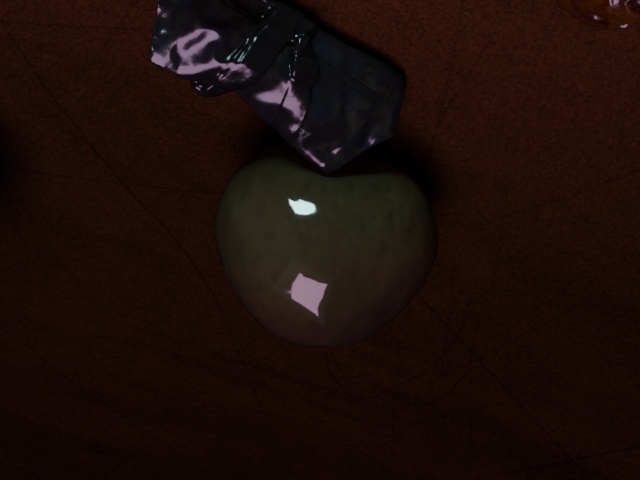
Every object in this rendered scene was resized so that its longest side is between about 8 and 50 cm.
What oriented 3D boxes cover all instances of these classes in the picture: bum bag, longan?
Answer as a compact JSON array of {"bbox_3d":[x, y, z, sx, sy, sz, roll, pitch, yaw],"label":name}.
[{"bbox_3d":[-0.048,-0.184,1.978,0.310,0.074,0.137,31,94,-18],"label":"bum bag"},{"bbox_3d":[0.000,0.000,2.093,0.246,0.246,0.215,34,155,-22],"label":"longan"}]

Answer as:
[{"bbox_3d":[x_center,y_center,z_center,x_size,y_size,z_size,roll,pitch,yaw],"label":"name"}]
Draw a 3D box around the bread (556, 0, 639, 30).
[{"bbox_3d":[0.327,-0.290,1.734,0.232,0.135,0.246,19,138,-6],"label":"bread"}]
